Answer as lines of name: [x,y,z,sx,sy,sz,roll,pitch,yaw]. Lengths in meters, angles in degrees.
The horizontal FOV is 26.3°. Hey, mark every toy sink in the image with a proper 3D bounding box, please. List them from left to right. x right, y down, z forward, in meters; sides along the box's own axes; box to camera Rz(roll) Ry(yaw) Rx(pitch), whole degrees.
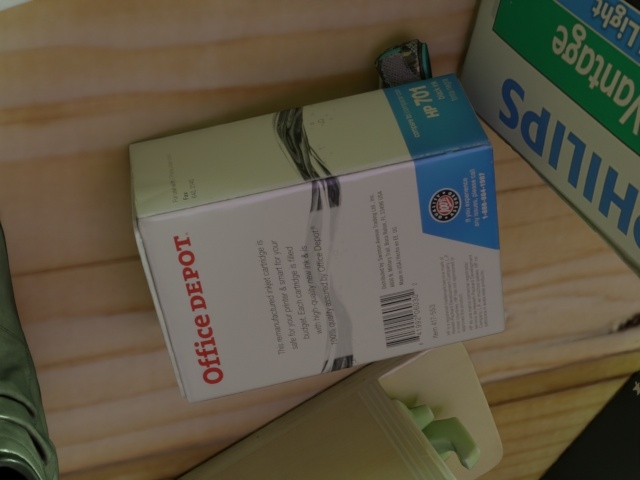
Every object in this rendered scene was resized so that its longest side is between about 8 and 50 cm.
toy sink: [0.036,0.195,0.918,0.234,0.131,0.153,-29,132,-7]

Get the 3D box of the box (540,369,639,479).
box: [0.243,0.253,1.089,0.184,0.103,0.261,29,106,-36]

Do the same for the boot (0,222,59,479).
boot: [-0.175,0.068,0.696,0.083,0.161,0.246,-22,130,-13]

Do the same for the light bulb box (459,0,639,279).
light bulb box: [0.310,-0.185,0.729,0.358,0.225,0.361,-3,124,-27]

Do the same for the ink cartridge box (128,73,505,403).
ink cartridge box: [0.000,0.000,0.770,0.191,0.082,0.139,-11,129,-2]

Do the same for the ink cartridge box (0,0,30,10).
ink cartridge box: [-0.174,-0.154,0.607,0.181,0.061,0.104,-22,130,-13]

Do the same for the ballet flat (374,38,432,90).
ballet flat: [0.056,-0.069,0.809,0.041,0.041,0.114,-28,131,-7]
